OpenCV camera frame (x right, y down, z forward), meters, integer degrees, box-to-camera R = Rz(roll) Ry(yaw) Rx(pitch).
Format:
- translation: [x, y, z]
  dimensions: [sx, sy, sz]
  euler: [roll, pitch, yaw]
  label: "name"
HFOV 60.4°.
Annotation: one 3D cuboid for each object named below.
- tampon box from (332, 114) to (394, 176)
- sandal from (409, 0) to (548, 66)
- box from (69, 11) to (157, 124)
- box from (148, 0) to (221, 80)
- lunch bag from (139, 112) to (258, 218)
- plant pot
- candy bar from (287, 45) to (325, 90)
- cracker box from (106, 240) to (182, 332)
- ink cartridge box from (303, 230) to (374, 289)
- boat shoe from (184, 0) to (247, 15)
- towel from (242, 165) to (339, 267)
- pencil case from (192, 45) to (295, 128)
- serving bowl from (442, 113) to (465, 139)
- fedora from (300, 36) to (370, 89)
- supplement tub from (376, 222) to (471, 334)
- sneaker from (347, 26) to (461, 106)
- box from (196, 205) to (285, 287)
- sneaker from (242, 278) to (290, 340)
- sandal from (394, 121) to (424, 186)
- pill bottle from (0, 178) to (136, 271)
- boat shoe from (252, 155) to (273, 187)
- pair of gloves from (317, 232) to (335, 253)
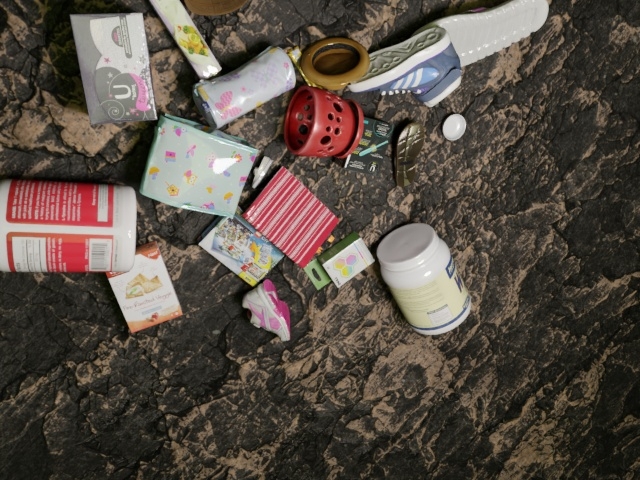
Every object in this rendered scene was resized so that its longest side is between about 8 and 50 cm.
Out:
- translation: [0.125, -0.289, 1.644]
  dimensions: [0.120, 0.101, 0.161]
  euler: [10, 108, -24]
  label: "tampon box"
- translation: [0.459, -0.624, 1.637]
  dimensions: [0.416, 0.102, 0.169]
  euler: [-14, 136, 3]
  label: "sandal"
- translation: [-0.493, -0.417, 1.328]
  dimensions: [0.163, 0.142, 0.247]
  euler: [-9, 115, -17]
  label: "box"
- translation: [-0.362, -0.553, 1.367]
  dimensions: [0.063, 0.067, 0.324]
  euler: [-36, 119, -6]
  label: "box"
- translation: [-0.335, -0.198, 1.473]
  dimensions: [0.262, 0.160, 0.223]
  euler: [13, 107, -31]
  label: "lunch bag"
- translation: [0.011, -0.321, 1.542]
  dimensions: [0.174, 0.191, 0.191]
  euler: [7, 109, -32]
  label: "plant pot"
- translation: [-0.039, -0.472, 1.553]
  dimensions: [0.040, 0.018, 0.161]
  euler: [-39, 119, -6]
  label: "candy bar"
- translation: [-0.511, 0.135, 1.593]
  dimensions: [0.156, 0.067, 0.232]
  euler: [-20, 116, -13]
  label: "cracker box"
- translation: [0.061, 0.077, 1.794]
  dimensions: [0.209, 0.062, 0.109]
  euler: [-35, 120, -4]
  label: "ink cartridge box"
- translation: [-0.212, -0.655, 1.382]
  dimensions: [0.285, 0.089, 0.104]
  euler: [-24, 144, -8]
  label: "boat shoe"
- translation: [-0.084, -0.066, 1.673]
  dimensions: [0.275, 0.031, 0.199]
  euler: [43, 77, -29]
  label: "towel"
- translation: [-0.199, -0.403, 1.444]
  dimensions: [0.273, 0.113, 0.124]
  euler: [-32, 99, -17]
  label: "pencil case"
- translation: [0.425, -0.367, 1.771]
  dimensions: [0.083, 0.027, 0.083]
  euler: [-8, 115, -18]
  label: "serving bowl"
- translation: [0.041, -0.478, 1.527]
  dimensions: [0.194, 0.194, 0.079]
  euler: [-24, 155, -11]
  label: "fedora"
- translation: [0.340, 0.128, 1.824]
  dimensions: [0.235, 0.235, 0.325]
  euler: [-34, 120, -5]
  label: "supplement tub"
- translation: [0.257, -0.454, 1.615]
  dimensions: [0.323, 0.130, 0.236]
  euler: [-24, 138, 11]
  label: "sneaker"
- translation: [-0.233, 0.015, 1.664]
  dimensions: [0.159, 0.044, 0.233]
  euler: [-46, 120, 1]
  label: "box"
- translation: [-0.170, 0.233, 1.755]
  dimensions: [0.111, 0.103, 0.252]
  euler: [-18, 126, 10]
  label: "sneaker"
- translation: [0.271, -0.274, 1.738]
  dimensions: [0.090, 0.060, 0.219]
  euler: [-9, 129, -11]
  label: "sandal"
- translation: [-0.676, -0.035, 1.365]
  dimensions: [0.408, 0.229, 0.229]
  euler: [2, 110, -22]
  label: "pill bottle"
- translation: [-0.178, -0.201, 1.606]
  dimensions: [0.035, 0.035, 0.100]
  euler: [33, 102, -1]
  label: "boat shoe"
- translation: [0.000, 0.000, 1.768]
  dimensions: [0.074, 0.010, 0.083]
  euler: [40, 93, -29]
  label: "pair of gloves"
